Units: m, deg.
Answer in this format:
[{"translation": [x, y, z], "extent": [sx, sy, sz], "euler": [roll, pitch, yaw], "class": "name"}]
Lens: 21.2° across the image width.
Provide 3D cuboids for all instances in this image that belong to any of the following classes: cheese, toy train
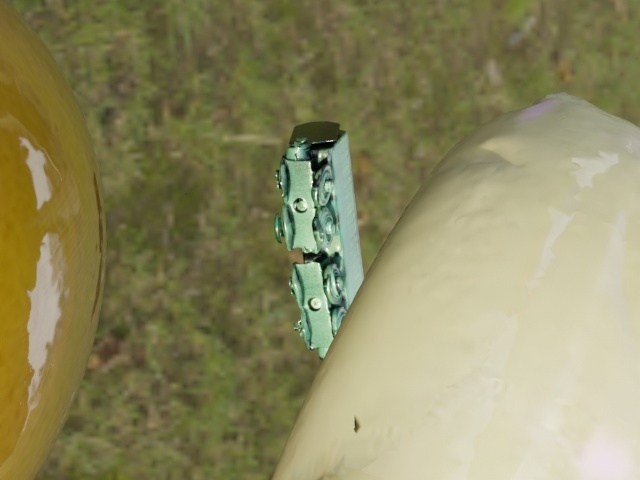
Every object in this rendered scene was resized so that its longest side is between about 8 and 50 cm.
[{"translation": [0.055, 0.094, 0.555], "extent": [0.233, 0.127, 0.266], "euler": [-54, 165, -51], "class": "cheese"}, {"translation": [0.000, 0.000, 1.053], "extent": [0.071, 0.038, 0.148], "euler": [-61, 148, -61], "class": "toy train"}]

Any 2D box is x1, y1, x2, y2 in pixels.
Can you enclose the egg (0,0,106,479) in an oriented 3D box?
[{"translation": [-0.198, 0.011, 0.557], "extent": [0.322, 0.250, 0.250], "euler": [-57, 138, -64], "class": "egg"}]
